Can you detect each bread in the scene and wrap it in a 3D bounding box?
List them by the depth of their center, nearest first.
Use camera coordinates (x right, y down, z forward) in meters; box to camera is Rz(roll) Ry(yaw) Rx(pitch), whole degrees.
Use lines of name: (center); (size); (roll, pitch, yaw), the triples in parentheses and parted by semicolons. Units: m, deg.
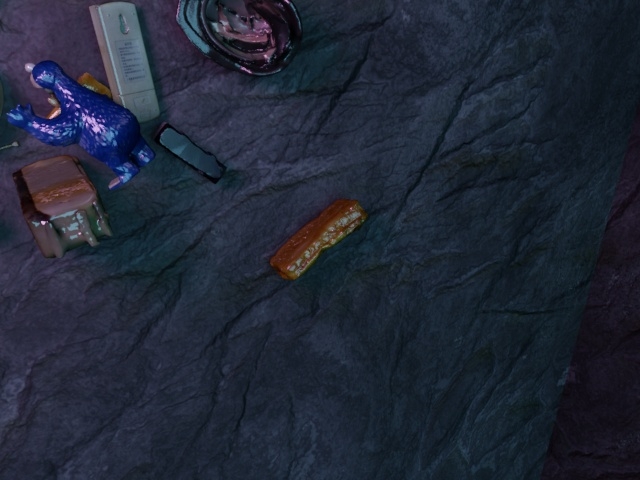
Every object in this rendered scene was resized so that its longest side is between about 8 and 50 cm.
bread: (-0.474, -0.261, 1.052); (0.132, 0.053, 0.074); (-51, 124, -7)
bread: (-0.001, -0.002, 1.367); (0.271, 0.139, 0.077); (-41, 112, -15)

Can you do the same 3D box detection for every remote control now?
remote control: (-0.386, -0.351, 1.066); (0.098, 0.038, 0.233); (-38, 127, -51)

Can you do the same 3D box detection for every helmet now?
helmet: (-0.160, -0.461, 1.118); (0.253, 0.154, 0.198); (26, 112, -16)

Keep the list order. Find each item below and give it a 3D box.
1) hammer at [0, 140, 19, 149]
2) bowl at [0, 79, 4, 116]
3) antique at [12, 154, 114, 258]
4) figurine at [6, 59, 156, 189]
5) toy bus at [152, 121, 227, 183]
hammer: (-0.637, -0.165, 1.013); (0.123, 0.014, 0.029); (-27, 126, -24)
bowl: (-0.672, -0.253, 0.898); (0.238, 0.126, 0.237); (-9, 109, -26)
antique: (-0.470, -0.057, 0.983); (0.125, 0.284, 0.150); (-25, 118, -21)
figurine: (-0.414, -0.221, 0.970); (0.121, 0.164, 0.262); (-26, 131, 29)
toy bus: (-0.288, -0.192, 1.173); (0.172, 0.072, 0.057); (36, 87, -35)
